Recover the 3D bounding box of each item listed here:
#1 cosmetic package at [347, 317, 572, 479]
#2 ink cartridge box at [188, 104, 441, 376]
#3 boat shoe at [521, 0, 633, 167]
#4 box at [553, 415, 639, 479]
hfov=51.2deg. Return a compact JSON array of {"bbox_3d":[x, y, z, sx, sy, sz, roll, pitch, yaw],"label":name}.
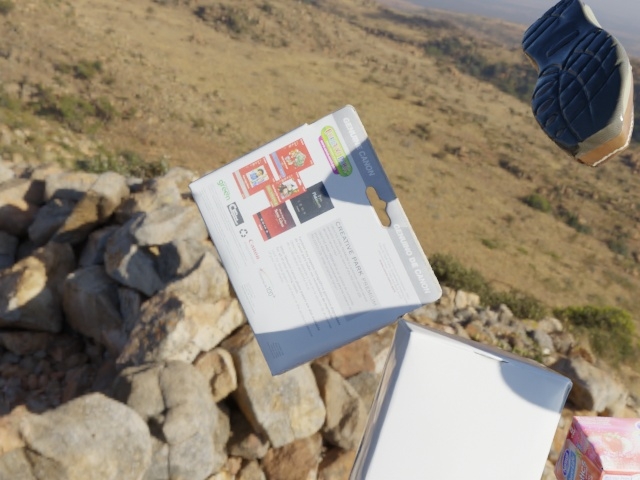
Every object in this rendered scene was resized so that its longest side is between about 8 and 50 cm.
[{"bbox_3d":[0.136,0.298,0.805,0.197,0.365,0.155,19,-1,1],"label":"cosmetic package"},{"bbox_3d":[0.000,0.000,0.990,0.272,0.309,0.130,-25,-6,12],"label":"ink cartridge box"},{"bbox_3d":[0.349,-0.201,0.859,0.120,0.123,0.324,39,38,-23],"label":"boat shoe"},{"bbox_3d":[0.614,0.431,1.237,0.300,0.154,0.142,3,27,-5],"label":"box"}]
